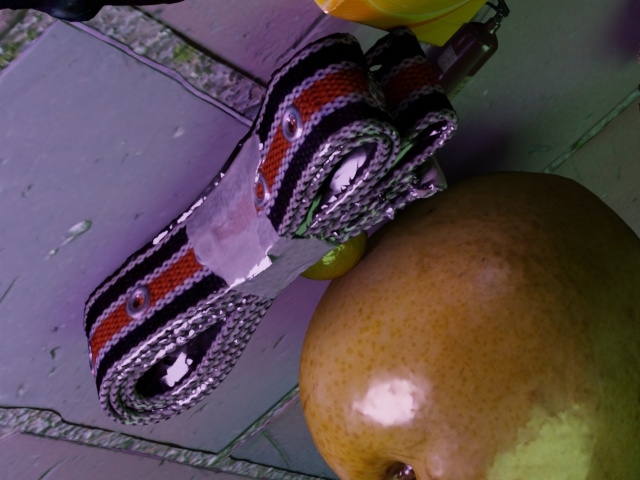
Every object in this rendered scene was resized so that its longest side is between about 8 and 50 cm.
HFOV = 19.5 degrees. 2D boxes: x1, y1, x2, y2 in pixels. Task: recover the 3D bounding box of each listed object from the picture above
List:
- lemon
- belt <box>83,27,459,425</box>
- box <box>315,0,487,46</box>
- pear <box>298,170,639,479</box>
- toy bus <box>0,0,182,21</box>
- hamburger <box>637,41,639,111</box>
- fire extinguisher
[{"bbox_3d":[0.000,0.000,1.437,0.083,0.062,0.062,-5,142,-27],"label":"lemon"},{"bbox_3d":[-0.049,-0.003,1.295,0.126,0.094,0.359,11,134,-45],"label":"belt"},{"bbox_3d":[0.120,-0.240,1.198,0.269,0.043,0.152,-48,152,22],"label":"box"},{"bbox_3d":[0.140,0.101,1.505,0.314,0.314,0.314,-28,154,-16],"label":"pear"},{"bbox_3d":[-0.211,-0.158,0.870,0.409,0.092,0.093,-8,145,-45],"label":"toy bus"},{"bbox_3d":[0.332,-0.167,1.492,0.189,0.093,0.164,-34,-174,17],"label":"hamburger"},{"bbox_3d":[0.093,-0.118,1.384,0.049,0.035,0.173,3,138,-48],"label":"fire extinguisher"}]
